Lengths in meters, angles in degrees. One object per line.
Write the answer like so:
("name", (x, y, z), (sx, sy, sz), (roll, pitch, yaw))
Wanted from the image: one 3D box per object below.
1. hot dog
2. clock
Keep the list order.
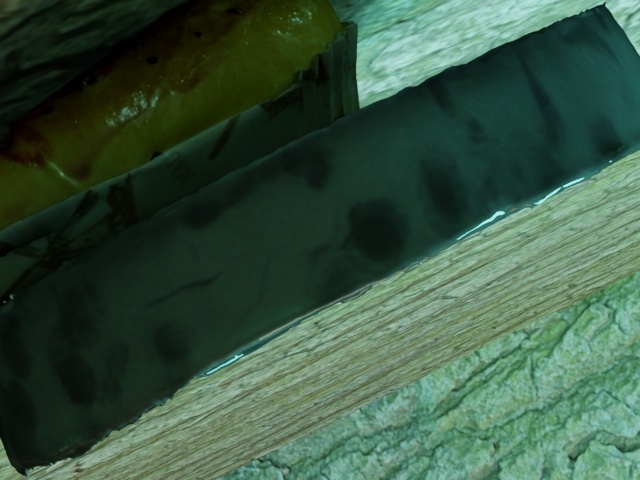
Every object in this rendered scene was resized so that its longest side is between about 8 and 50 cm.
("hot dog", (-0.106, -0.028, 0.776), (0.270, 0.082, 0.162), (-28, 177, -10))
("clock", (0.000, 0.000, 0.772), (0.325, 0.067, 0.325), (-27, 178, -1))
